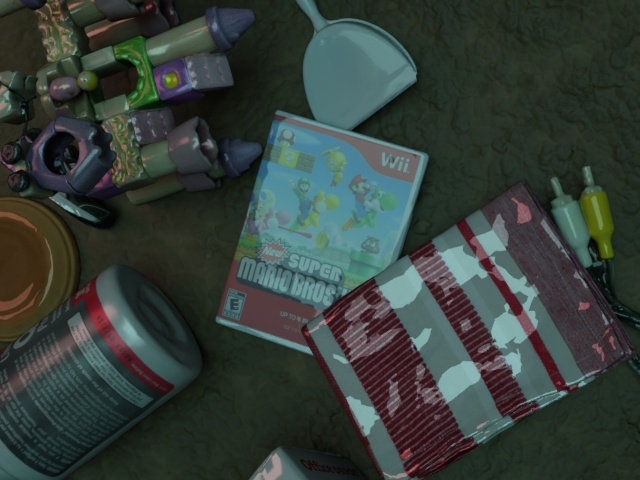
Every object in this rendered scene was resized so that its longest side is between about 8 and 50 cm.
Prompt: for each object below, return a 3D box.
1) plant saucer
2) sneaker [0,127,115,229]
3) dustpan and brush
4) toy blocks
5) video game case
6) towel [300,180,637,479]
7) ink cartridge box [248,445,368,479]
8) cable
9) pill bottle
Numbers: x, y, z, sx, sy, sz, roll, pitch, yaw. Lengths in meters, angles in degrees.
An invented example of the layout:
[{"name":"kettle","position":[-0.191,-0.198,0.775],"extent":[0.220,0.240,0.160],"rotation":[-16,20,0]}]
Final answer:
[{"name":"plant saucer","position":[-0.426,0.038,1.142],"extent":[0.200,0.037,0.200],"rotation":[0,87,8]},{"name":"sneaker","position":[-0.341,-0.088,1.121],"extent":[0.178,0.072,0.077],"rotation":[37,82,3]},{"name":"dustpan and brush","position":[0.015,-0.251,1.083],"extent":[0.147,0.060,0.211],"rotation":[-35,90,19]},{"name":"toy blocks","position":[-0.190,-0.204,0.979],"extent":[0.260,0.309,0.289],"rotation":[-17,85,14]},{"name":"video game case","position":[0.000,0.000,1.068],"extent":[0.204,0.025,0.285],"rotation":[18,96,10]},{"name":"towel","position":[0.159,0.113,0.983],"extent":[0.329,0.037,0.237],"rotation":[-34,70,12]},{"name":"ink cartridge box","position":[0.044,0.370,0.926],"extent":[0.117,0.201,0.278],"rotation":[-49,60,4]},{"name":"cable","position":[0.326,0.062,1.004],"extent":[0.139,0.072,0.287],"rotation":[-30,82,10]},{"name":"pill bottle","position":[-0.320,0.188,1.046],"extent":[0.318,0.176,0.176],"rotation":[-37,82,5]}]
